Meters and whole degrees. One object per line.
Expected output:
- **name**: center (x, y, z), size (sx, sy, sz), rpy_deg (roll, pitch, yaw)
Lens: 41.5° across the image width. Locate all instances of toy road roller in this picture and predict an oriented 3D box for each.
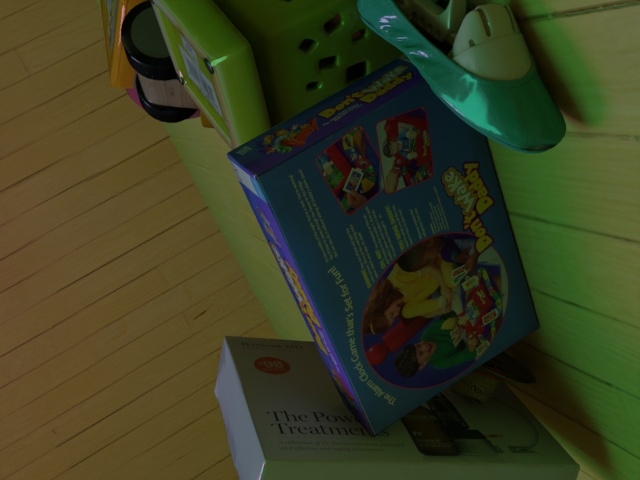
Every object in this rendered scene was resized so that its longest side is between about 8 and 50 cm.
- **toy road roller**: center (-0.128, -0.314, 1.166), size (0.202, 0.240, 0.330), rpy_deg (111, 165, -75)

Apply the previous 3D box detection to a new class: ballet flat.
- **ballet flat**: center (0.113, -0.172, 0.703), size (0.247, 0.083, 0.087), rpy_deg (49, 150, 32)

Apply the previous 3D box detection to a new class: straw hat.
- **straw hat**: center (0.191, 0.166, 1.041), size (0.144, 0.061, 0.144), rpy_deg (22, -171, -4)

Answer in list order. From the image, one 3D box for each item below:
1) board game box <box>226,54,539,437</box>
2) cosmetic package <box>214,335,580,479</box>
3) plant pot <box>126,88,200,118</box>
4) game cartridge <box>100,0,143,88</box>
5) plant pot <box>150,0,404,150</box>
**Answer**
- **board game box**: center (0.080, 0.008, 0.885), size (0.078, 0.233, 0.347), rpy_deg (40, 157, 56)
- **cosmetic package**: center (0.077, 0.230, 1.044), size (0.284, 0.377, 0.097), rpy_deg (-130, 48, -66)
- **plant pot**: center (-0.262, -0.355, 1.553), size (0.201, 0.201, 0.180), rpy_deg (54, 151, 26)
- **game cartridge**: center (-0.326, -0.464, 1.394), size (0.324, 0.052, 0.285), rpy_deg (112, 149, -52)
- **plant pot**: center (-0.050, -0.224, 0.924), size (0.228, 0.207, 0.227), rpy_deg (51, 165, 31)
